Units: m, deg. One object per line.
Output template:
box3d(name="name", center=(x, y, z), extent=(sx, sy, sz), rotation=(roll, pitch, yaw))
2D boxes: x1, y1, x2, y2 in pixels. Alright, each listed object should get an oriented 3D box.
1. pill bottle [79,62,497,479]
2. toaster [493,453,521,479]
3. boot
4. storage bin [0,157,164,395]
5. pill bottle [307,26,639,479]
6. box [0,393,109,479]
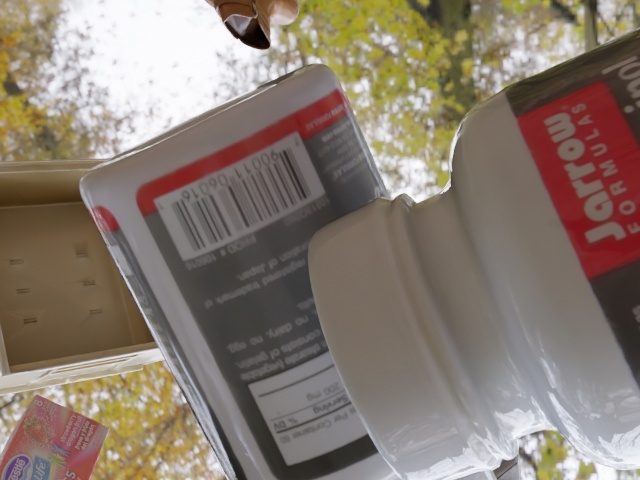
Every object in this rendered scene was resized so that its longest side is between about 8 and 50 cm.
box3d(name="pill bottle", center=(-0.009, 0.055, 0.587), extent=(0.161, 0.283, 0.161), rotation=(-24, -169, 5))
box3d(name="toaster", center=(0.159, 0.310, 1.313), extent=(0.146, 0.129, 0.227), rotation=(-20, -159, -34))
box3d(name="boot", center=(-0.094, -0.335, 1.481), extent=(0.197, 0.073, 0.152), rotation=(13, -143, -38))
box3d(name="storage bin", center=(-0.317, 0.041, 1.255), extent=(0.260, 0.123, 0.262), rotation=(-6, -109, -37))
box3d(name="pill bottle", center=(0.164, -0.009, 0.423), extent=(0.318, 0.176, 0.176), rotation=(-25, -140, 13))
box3d(name="box", center=(-0.472, 0.424, 1.597), extent=(0.142, 0.154, 0.300), rotation=(28, -137, -13))
